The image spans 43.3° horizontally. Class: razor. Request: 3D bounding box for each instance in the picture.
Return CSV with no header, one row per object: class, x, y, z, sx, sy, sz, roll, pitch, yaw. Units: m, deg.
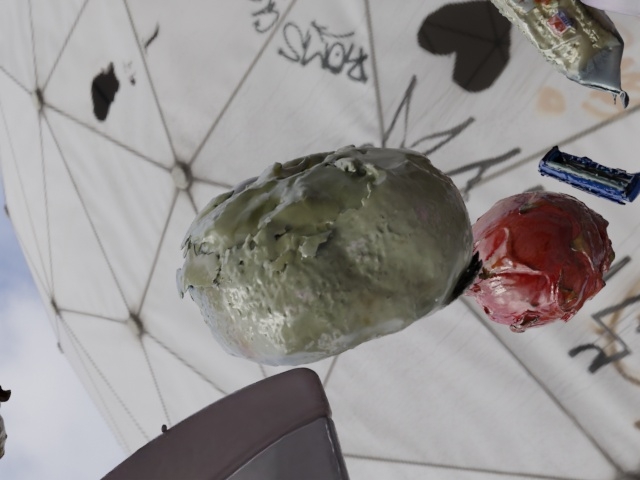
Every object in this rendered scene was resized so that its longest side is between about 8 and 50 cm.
razor,0.342,-0.110,0.709,0.324,0.056,0.093,-30,-147,-19

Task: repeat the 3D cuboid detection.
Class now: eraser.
eraser,-0.087,0.199,0.465,0.244,0.059,0.204,-22,-136,4

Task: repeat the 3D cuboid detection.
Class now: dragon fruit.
dragon fruit,0.353,0.032,1.330,0.241,0.253,0.240,46,-144,-49

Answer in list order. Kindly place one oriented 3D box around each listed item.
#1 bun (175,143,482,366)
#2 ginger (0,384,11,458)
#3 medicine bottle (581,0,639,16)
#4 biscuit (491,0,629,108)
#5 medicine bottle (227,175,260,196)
bun,0.000,0.000,0.636,0.239,0.239,0.141,-25,-78,-36
ginger,-0.407,0.069,0.683,0.153,0.357,0.274,-31,-142,5
medicine bottle,0.353,-0.367,0.701,0.212,0.325,0.212,1,-155,0
biscuit,0.224,-0.283,0.876,0.309,0.079,0.186,39,-149,-20
medicine bottle,-0.095,-0.012,1.154,0.135,0.215,0.134,2,-96,-16
